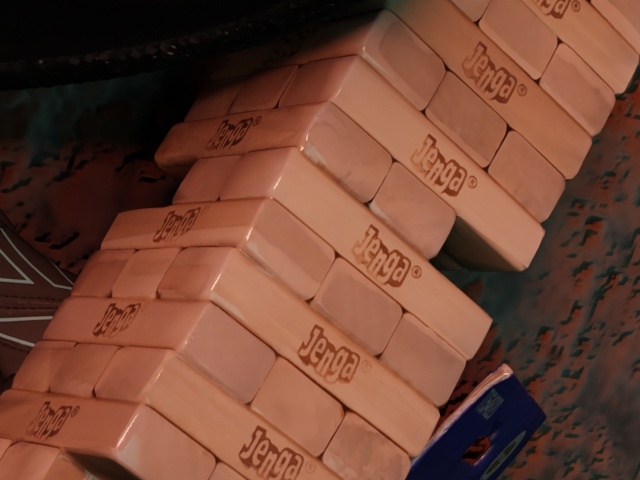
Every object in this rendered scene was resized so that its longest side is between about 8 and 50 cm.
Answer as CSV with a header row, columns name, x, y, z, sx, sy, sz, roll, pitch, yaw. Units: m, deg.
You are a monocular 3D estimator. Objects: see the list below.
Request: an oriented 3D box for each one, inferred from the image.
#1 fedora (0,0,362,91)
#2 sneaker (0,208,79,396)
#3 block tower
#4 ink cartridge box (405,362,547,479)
name,x,y,z,sx,sy,sz,roll,pitch,yaw
fedora,-0.122,-0.147,0.446,0.334,0.334,0.152,7,74,-27
sneaker,-0.107,0.045,0.592,0.267,0.106,0.101,22,104,-29
block tower,0.000,0.000,0.547,0.091,0.097,0.335,41,68,-27
ink cartridge box,0.012,0.148,0.650,0.224,0.045,0.223,-45,165,1
